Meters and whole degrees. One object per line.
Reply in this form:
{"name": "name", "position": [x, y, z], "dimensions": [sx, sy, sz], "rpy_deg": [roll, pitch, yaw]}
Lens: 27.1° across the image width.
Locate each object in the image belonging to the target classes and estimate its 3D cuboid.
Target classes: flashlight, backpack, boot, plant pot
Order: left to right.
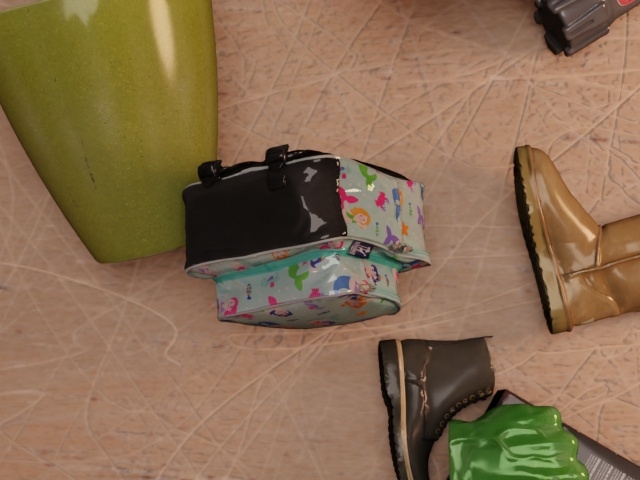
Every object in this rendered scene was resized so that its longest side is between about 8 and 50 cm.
{"name": "plant pot", "position": [-0.228, -0.132, 1.503], "dimensions": [0.275, 0.275, 0.293], "rpy_deg": [-13, 99, 0]}
{"name": "backpack", "position": [0.000, 0.000, 1.461], "dimensions": [0.225, 0.253, 0.191], "rpy_deg": [-12, 83, 34]}
{"name": "boot", "position": [0.146, 0.206, 1.529], "dimensions": [0.137, 0.077, 0.198], "rpy_deg": [-6, 84, -4]}
{"name": "boot", "position": [0.373, -0.023, 1.542], "dimensions": [0.270, 0.089, 0.236], "rpy_deg": [-14, 94, 0]}
{"name": "flashlight", "position": [0.394, -0.335, 1.560], "dimensions": [0.304, 0.103, 0.103], "rpy_deg": [-32, 106, -6]}

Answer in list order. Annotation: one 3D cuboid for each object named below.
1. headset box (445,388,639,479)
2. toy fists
{"name": "headset box", "position": [0.277, 0.332, 1.487], "dimensions": [0.293, 0.110, 0.218], "rpy_deg": [31, 85, 5]}
{"name": "toy fists", "position": [0.213, 0.311, 1.390], "dimensions": [0.142, 0.096, 0.279], "rpy_deg": [-3, 84, 12]}
